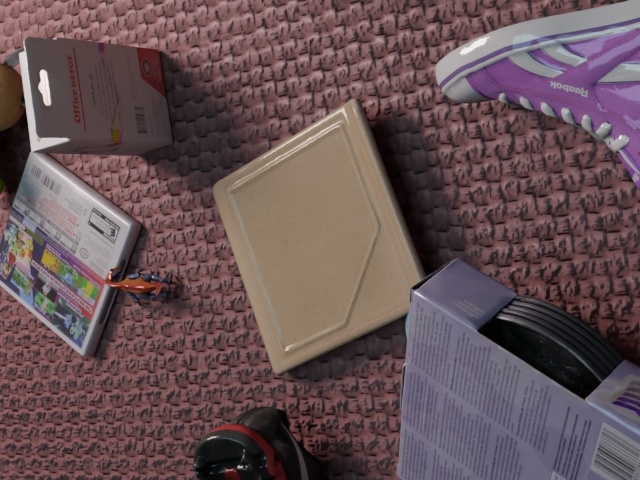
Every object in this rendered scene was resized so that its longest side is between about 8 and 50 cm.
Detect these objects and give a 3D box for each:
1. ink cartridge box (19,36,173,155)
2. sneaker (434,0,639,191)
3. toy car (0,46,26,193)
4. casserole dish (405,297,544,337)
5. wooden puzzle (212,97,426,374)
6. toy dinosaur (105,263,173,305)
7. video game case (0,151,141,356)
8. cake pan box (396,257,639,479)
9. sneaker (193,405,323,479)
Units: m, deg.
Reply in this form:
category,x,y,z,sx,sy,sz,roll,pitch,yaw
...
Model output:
category,x,y,z,sx,sy,sz,roll,pitch,yaw
ink cartridge box,-0.261,-0.157,1.415,0.067,0.198,0.115,-13,83,37
sneaker,0.228,-0.114,1.104,0.282,0.102,0.161,-7,90,37
toy car,-0.408,-0.167,1.597,0.188,0.149,0.155,-32,67,6
casserole dish,0.151,0.105,1.182,0.188,0.037,0.114,4,118,38
wooden puzzle,0.000,0.000,1.323,0.239,0.044,0.221,-30,74,39
toy dinosaur,-0.211,0.046,1.469,0.082,0.090,0.047,6,78,6
video game case,-0.317,0.014,1.576,0.201,0.023,0.183,34,111,31
cake pan box,0.179,0.171,1.094,0.246,0.070,0.267,30,139,30
sneaker,-0.039,0.292,1.326,0.098,0.135,0.276,-10,109,25
